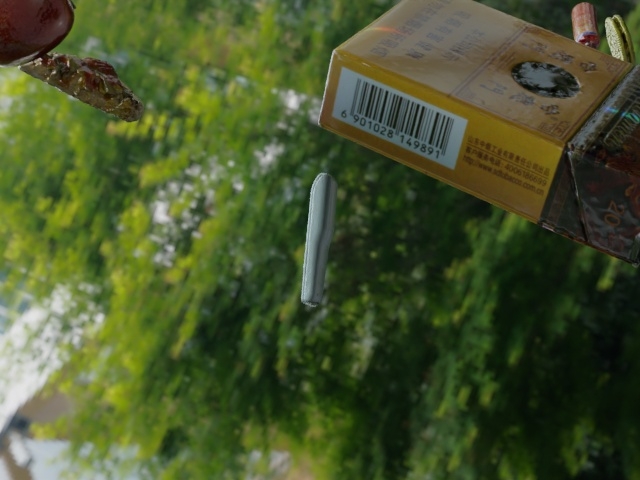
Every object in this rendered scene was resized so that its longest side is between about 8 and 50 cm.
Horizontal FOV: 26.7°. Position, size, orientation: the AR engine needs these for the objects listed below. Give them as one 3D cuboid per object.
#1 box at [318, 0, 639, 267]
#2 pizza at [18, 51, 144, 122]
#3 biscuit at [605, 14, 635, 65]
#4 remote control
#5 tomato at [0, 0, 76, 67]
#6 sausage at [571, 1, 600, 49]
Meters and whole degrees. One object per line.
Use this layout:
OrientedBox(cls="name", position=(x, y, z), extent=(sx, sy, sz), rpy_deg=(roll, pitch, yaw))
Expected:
OrientedBox(cls="box", position=(0.242, -0.147, 1.583), extent=(0.264, 0.415, 0.116), rpy_deg=(-42, -29, -50))
OrientedBox(cls="pizza", position=(-0.365, -0.252, 2.039), extent=(0.199, 0.188, 0.062), rpy_deg=(13, -72, -45))
OrientedBox(cls="biscuit", position=(0.446, -0.294, 2.004), extent=(0.084, 0.023, 0.084), rpy_deg=(-18, -90, -86))
OrientedBox(cls="remote control", position=(0.000, 0.000, 1.676), extent=(0.061, 0.029, 0.162), rpy_deg=(32, -118, -75))
OrientedBox(cls="tomato", position=(-0.429, -0.315, 1.863), extent=(0.167, 0.167, 0.167), rpy_deg=(-51, -27, -39))
OrientedBox(cls="sausage", position=(0.343, -0.272, 1.740), extent=(0.129, 0.034, 0.034), rpy_deg=(-74, -7, -61))
